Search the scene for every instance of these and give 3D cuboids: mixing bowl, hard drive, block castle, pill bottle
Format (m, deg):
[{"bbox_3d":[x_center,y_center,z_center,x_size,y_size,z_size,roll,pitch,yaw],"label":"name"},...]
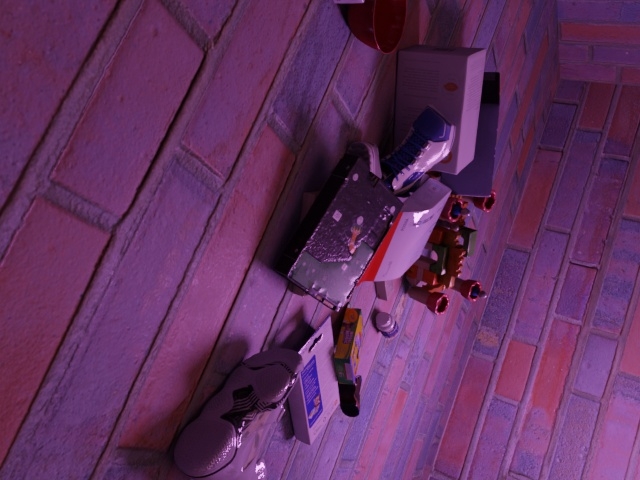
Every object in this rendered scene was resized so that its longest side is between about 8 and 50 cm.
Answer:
[{"bbox_3d":[0.127,-0.548,1.371,0.181,0.098,0.181,-34,131,-49],"label":"mixing bowl"},{"bbox_3d":[0.053,-0.014,1.413,0.237,0.064,0.338,38,79,-43],"label":"hard drive"},{"bbox_3d":[0.505,0.033,2.124,0.303,0.213,0.452,-13,116,-40],"label":"block castle"},{"bbox_3d":[0.233,0.296,1.999,0.067,0.067,0.120,-64,150,-19],"label":"pill bottle"}]

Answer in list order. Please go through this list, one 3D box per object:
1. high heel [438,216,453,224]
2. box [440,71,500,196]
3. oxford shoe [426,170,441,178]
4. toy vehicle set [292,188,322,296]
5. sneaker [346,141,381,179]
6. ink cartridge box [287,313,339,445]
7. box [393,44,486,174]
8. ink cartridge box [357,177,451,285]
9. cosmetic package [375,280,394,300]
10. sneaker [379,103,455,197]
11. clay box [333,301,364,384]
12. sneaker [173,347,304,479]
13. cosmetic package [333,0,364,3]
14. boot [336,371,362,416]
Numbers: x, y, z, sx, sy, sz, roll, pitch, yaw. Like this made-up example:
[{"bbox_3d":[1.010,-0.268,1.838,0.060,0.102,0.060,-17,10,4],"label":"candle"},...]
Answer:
[{"bbox_3d":[0.509,-0.065,2.321,0.117,0.082,0.243,-27,119,-76],"label":"high heel"},{"bbox_3d":[0.527,-0.377,2.000,0.312,0.179,0.343,-65,154,-51],"label":"box"},{"bbox_3d":[0.370,-0.262,1.994,0.076,0.076,0.212,-42,153,4],"label":"oxford shoe"},{"bbox_3d":[0.000,0.000,1.475,0.166,0.035,0.266,-18,119,-57],"label":"toy vehicle set"},{"bbox_3d":[0.135,-0.137,1.575,0.115,0.105,0.281,-27,126,-53],"label":"sneaker"},{"bbox_3d":[-0.022,0.387,1.593,0.176,0.069,0.370,-45,142,-43],"label":"ink cartridge box"},{"bbox_3d":[0.357,-0.402,1.726,0.168,0.215,0.345,-36,134,-49],"label":"box"},{"bbox_3d":[0.238,0.017,1.739,0.385,0.091,0.308,-41,158,-44],"label":"ink cartridge box"},{"bbox_3d":[0.216,0.143,1.923,0.060,0.041,0.115,-51,144,-38],"label":"cosmetic package"},{"bbox_3d":[0.249,-0.228,1.648,0.182,0.127,0.315,-23,152,-46],"label":"sneaker"},{"bbox_3d":[0.093,0.305,1.714,0.222,0.053,0.127,-70,158,-45],"label":"clay box"},{"bbox_3d":[-0.163,0.420,1.295,0.366,0.138,0.210,-43,139,-36],"label":"sneaker"},{"bbox_3d":[0.081,-0.656,1.253,0.117,0.086,0.230,35,72,-60],"label":"cosmetic package"},{"bbox_3d":[0.088,0.460,1.843,0.106,0.082,0.219,-73,157,-55],"label":"boot"}]
